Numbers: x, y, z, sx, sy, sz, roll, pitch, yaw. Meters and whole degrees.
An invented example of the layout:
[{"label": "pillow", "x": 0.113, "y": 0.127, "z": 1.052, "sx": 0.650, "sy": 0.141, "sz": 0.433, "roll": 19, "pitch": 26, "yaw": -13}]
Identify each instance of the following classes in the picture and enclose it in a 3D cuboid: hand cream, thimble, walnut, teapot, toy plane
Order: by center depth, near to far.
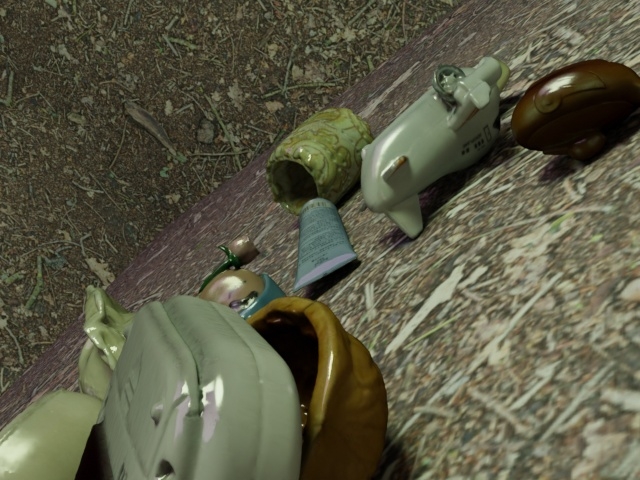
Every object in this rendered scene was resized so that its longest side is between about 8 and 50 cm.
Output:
[{"label": "walnut", "x": -0.011, "y": 0.128, "z": 0.521, "sx": 0.211, "sy": 0.087, "sz": 0.167, "roll": -10, "pitch": 59, "yaw": 65}, {"label": "teapot", "x": 0.239, "y": -0.112, "z": 0.686, "sx": 0.129, "sy": 0.078, "sz": 0.098, "roll": -20, "pitch": -20, "yaw": 22}, {"label": "toy plane", "x": 0.135, "y": -0.113, "z": 0.893, "sx": 0.244, "sy": 0.117, "sz": 0.244, "roll": -46, "pitch": -5, "yaw": -5}, {"label": "hand cream", "x": 0.000, "y": 0.000, "z": 1.029, "sx": 0.091, "sy": 0.058, "sz": 0.271, "roll": -27, "pitch": 18, "yaw": 6}, {"label": "thimble", "x": -0.004, "y": -0.127, "z": 1.276, "sx": 0.143, "sy": 0.137, "sz": 0.190, "roll": -47, "pitch": 3, "yaw": -29}]

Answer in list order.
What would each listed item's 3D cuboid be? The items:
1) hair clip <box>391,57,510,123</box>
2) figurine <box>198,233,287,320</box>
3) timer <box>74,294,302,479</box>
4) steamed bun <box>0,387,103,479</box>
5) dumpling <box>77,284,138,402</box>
[{"label": "hair clip", "x": 0.175, "y": -0.170, "z": 1.057, "sx": 0.218, "sy": 0.071, "sz": 0.159, "roll": -37, "pitch": 19, "yaw": 44}, {"label": "figurine", "x": -0.084, "y": 0.074, "z": 0.835, "sx": 0.114, "sy": 0.144, "sz": 0.178, "roll": -30, "pitch": 2, "yaw": 3}, {"label": "timer", "x": -0.101, "y": 0.160, "z": 0.471, "sx": 0.236, "sy": 0.087, "sz": 0.262, "roll": -70, "pitch": 21, "yaw": 1}, {"label": "steamed bun", "x": -0.263, "y": 0.257, "z": 0.702, "sx": 0.232, "sy": 0.145, "sz": 0.232, "roll": -48, "pitch": 0, "yaw": 0}, {"label": "dumpling", "x": -0.204, "y": 0.131, "z": 0.848, "sx": 0.147, "sy": 0.193, "sz": 0.258, "roll": -40, "pitch": 6, "yaw": -7}]
